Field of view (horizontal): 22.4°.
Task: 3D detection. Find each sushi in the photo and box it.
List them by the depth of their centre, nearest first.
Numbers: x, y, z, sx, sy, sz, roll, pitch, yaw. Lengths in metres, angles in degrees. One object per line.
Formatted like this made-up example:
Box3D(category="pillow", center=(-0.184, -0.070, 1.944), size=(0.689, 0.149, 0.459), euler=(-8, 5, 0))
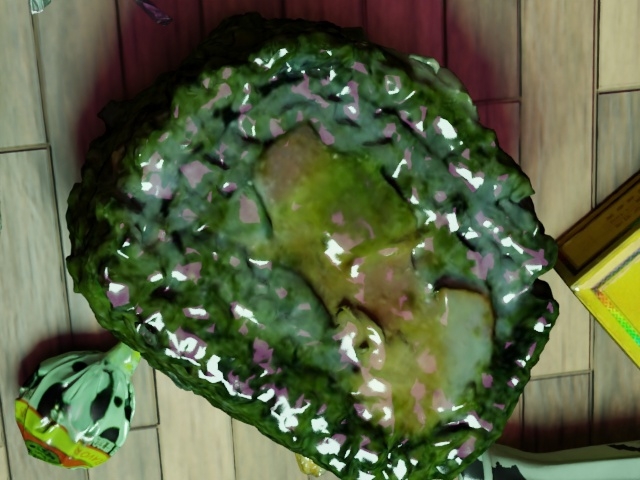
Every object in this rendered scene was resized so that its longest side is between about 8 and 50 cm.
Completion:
Box3D(category="sushi", center=(0.000, 0.000, 1.185), size=(0.352, 0.178, 0.294), euler=(38, 82, -18))

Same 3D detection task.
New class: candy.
Box3D(category="candy", center=(-0.130, 0.049, 1.272), size=(0.091, 0.083, 0.305), euler=(36, 92, -4))

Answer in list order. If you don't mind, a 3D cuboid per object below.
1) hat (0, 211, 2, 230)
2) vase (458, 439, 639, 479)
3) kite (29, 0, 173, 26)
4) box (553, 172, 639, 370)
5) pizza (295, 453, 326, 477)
Box3D(category="hat", center=(-0.354, -0.039, 1.151), size=(0.257, 0.130, 0.257), euler=(-3, 111, -9))
Box3D(category="vase", center=(0.303, 0.228, 1.373), size=(0.360, 0.165, 0.165), euler=(4, 110, -7))
Box3D(category="kite", center=(-0.165, -0.214, 1.188), size=(0.139, 0.011, 0.156), euler=(-41, 112, 8))
Box3D(category="box", center=(0.362, -0.008, 1.325), size=(0.301, 0.084, 0.193), euler=(-41, 114, 6))
Box3D(category="pizza", center=(0.028, 0.123, 1.338), size=(0.099, 0.036, 0.160), euler=(10, 109, -14))
